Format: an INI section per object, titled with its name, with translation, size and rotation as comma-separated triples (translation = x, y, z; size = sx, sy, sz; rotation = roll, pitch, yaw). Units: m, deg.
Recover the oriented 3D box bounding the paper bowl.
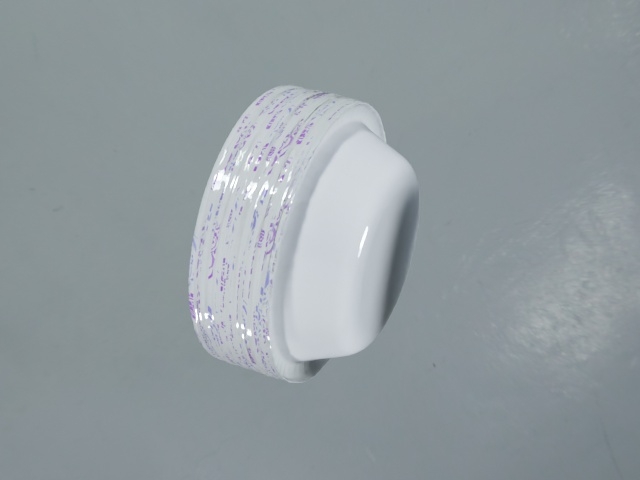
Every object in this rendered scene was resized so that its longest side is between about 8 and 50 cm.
[paper bowl]
translation = 0.000, 0.000, 1.022
size = 0.148, 0.284, 0.284
rotation = 16, 91, 20
